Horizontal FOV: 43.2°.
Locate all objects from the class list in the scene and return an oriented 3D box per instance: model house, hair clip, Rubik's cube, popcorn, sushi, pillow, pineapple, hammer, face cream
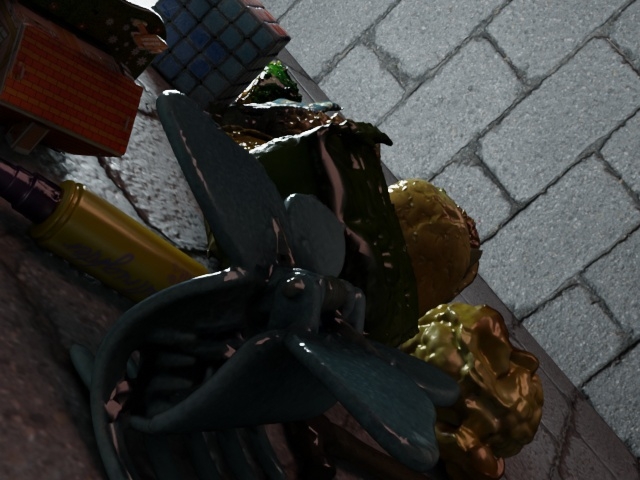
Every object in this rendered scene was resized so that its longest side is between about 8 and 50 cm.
[{"bbox_3d":[-0.302,-0.200,0.954,0.294,0.207,0.154,24,31,-58],"label":"model house"},{"bbox_3d":[-0.058,0.104,0.780,0.392,0.238,0.318,53,14,22],"label":"hair clip"},{"bbox_3d":[-0.231,-0.435,1.744,0.237,0.237,0.238,45,15,-5],"label":"Rubik's cube"},{"bbox_3d":[0.249,0.265,1.345,0.265,0.225,0.332,26,45,-30],"label":"popcorn"},{"bbox_3d":[-0.134,-0.385,2.045,0.140,0.149,0.287,36,9,19],"label":"sushi"},{"bbox_3d":[-0.087,-0.301,1.856,0.189,0.034,0.255,9,16,31],"label":"pillow"},{"bbox_3d":[-0.068,-0.186,1.667,0.357,0.223,0.223,19,26,-24],"label":"pineapple"},{"bbox_3d":[0.110,0.325,1.090,0.440,0.044,0.168,39,18,-34],"label":"hammer"},{"bbox_3d":[-0.241,-0.005,0.862,0.273,0.078,0.078,39,17,-33],"label":"face cream"}]

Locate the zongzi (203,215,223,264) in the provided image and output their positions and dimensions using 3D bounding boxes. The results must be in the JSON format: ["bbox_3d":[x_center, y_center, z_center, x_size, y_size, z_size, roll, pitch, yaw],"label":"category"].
[{"bbox_3d":[-0.109,0.006,1.232,0.176,0.078,0.160,46,19,-38],"label":"zongzi"}]

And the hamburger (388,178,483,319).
[{"bbox_3d":[0.157,0.025,1.538,0.259,0.283,0.144,51,5,29],"label":"hamburger"}]

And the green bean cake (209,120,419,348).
[{"bbox_3d":[0.018,0.015,1.111,0.335,0.218,0.319,-21,93,-69],"label":"green bean cake"}]

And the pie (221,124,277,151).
[{"bbox_3d":[-0.117,-0.141,1.431,0.274,0.055,0.274,13,22,-6],"label":"pie"}]
